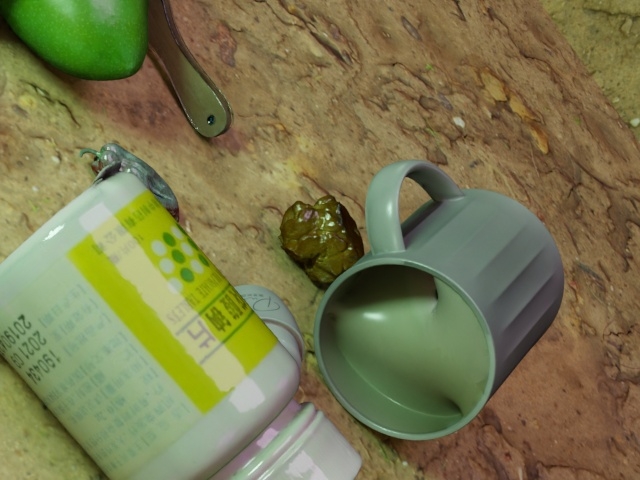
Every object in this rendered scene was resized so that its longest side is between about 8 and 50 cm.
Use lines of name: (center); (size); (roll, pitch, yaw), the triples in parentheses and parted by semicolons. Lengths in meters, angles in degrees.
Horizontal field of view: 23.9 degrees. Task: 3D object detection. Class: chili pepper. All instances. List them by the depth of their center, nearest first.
chili pepper: (-0.216, -0.070, 1.768); (0.153, 0.041, 0.050); (36, 75, -25)

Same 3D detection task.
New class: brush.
brush: (-0.205, -0.277, 1.993); (0.327, 0.070, 0.065); (59, 20, 10)

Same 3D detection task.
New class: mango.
mango: (-0.296, -0.348, 1.804); (0.225, 0.201, 0.382); (14, 49, -51)

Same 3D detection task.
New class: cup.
cup: (0.149, 0.043, 1.909); (0.327, 0.237, 0.323); (-38, 116, -59)

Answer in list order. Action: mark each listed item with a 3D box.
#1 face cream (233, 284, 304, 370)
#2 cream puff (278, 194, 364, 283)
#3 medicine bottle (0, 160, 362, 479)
face cream: (-0.078, 0.115, 1.677); (0.117, 0.117, 0.104); (29, 29, -33)
cream puff: (0.000, 0.000, 1.942); (0.116, 0.094, 0.122); (69, 11, 22)
medicine bottle: (-0.150, 0.131, 1.466); (0.378, 0.213, 0.213); (50, 30, -4)
